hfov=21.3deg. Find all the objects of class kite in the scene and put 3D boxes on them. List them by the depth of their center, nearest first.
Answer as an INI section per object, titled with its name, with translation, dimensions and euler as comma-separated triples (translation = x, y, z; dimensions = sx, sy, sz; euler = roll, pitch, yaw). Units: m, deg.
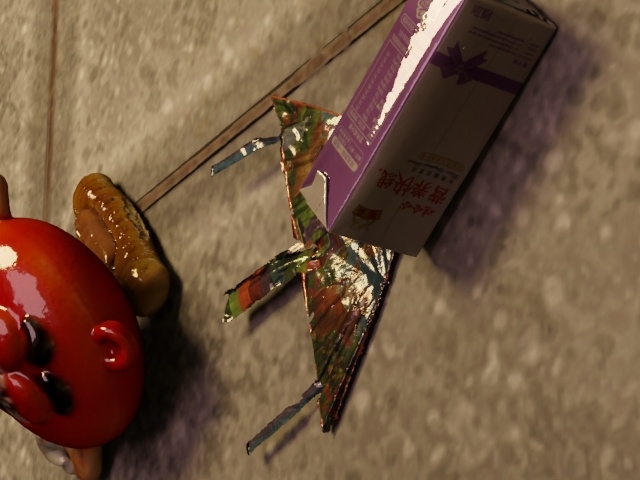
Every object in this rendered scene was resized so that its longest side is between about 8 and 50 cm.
[kite]
translation = 0.000, 0.000, 0.786
dimensions = 0.160, 0.010, 0.182
euler = -38, 50, 42

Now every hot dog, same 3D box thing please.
[hot dog]
translation = -0.116, 0.004, 0.961
dimensions = 0.137, 0.028, 0.044
euler = 52, 128, 52

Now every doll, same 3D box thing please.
[doll]
translation = -0.156, 0.053, 0.929
dimensions = 0.217, 0.085, 0.183
euler = 25, 136, 55

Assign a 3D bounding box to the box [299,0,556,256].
[box]
translation = 0.042, -0.053, 0.693
dimensions = 0.117, 0.051, 0.036
euler = -58, 35, 21
